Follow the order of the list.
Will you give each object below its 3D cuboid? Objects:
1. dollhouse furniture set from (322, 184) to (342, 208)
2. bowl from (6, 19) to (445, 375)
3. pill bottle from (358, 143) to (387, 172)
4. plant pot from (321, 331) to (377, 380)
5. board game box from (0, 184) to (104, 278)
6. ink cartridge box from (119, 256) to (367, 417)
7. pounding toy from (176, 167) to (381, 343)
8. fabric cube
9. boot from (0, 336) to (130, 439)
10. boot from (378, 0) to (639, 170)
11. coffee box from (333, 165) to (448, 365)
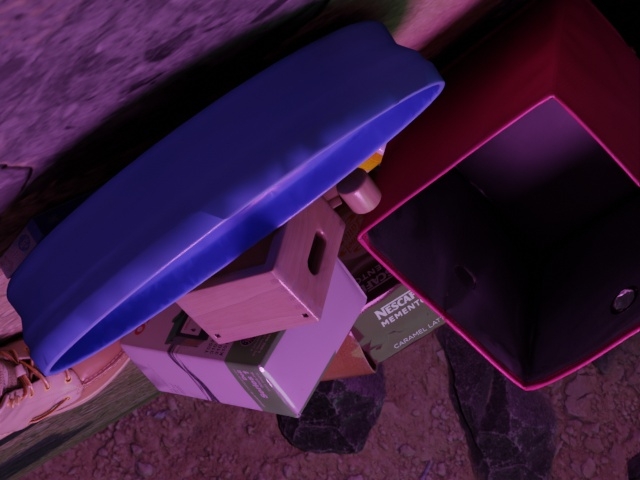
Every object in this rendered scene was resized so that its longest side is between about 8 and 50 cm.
[{"bbox_3d":[0.000,0.000,1.523,0.101,0.161,0.182,-30,175,-24],"label":"dollhouse furniture set"},{"bbox_3d":[-0.078,-0.038,1.074,0.391,0.077,0.391,-36,178,-1],"label":"bowl"},{"bbox_3d":[0.057,-0.106,1.515,0.083,0.043,0.043,-37,173,40],"label":"pill bottle"},{"bbox_3d":[-0.072,0.118,1.968,0.254,0.237,0.237,-19,176,8],"label":"plant pot"},{"bbox_3d":[-0.203,-0.009,1.074,0.090,0.020,0.090,-28,174,-38],"label":"board game box"},{"bbox_3d":[-0.085,0.088,1.443,0.219,0.092,0.160,4,-128,41],"label":"ink cartridge box"},{"bbox_3d":[-0.019,-0.007,1.325,0.206,0.094,0.181,-15,-138,33],"label":"pounding toy"},{"bbox_3d":[0.229,-0.057,1.369,0.254,0.259,0.258,-38,-161,31],"label":"fabric cube"},{"bbox_3d":[-0.309,0.137,1.409,0.262,0.095,0.203,-28,172,-9],"label":"boot"},{"bbox_3d":[0.255,-0.172,1.562,0.377,0.138,0.284,-26,170,-19],"label":"boot"},{"bbox_3d":[0.067,0.020,1.678,0.141,0.098,0.246,-33,-142,2],"label":"coffee box"}]
